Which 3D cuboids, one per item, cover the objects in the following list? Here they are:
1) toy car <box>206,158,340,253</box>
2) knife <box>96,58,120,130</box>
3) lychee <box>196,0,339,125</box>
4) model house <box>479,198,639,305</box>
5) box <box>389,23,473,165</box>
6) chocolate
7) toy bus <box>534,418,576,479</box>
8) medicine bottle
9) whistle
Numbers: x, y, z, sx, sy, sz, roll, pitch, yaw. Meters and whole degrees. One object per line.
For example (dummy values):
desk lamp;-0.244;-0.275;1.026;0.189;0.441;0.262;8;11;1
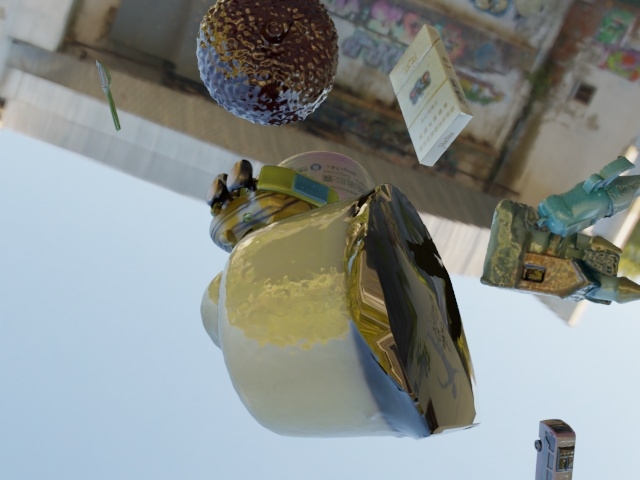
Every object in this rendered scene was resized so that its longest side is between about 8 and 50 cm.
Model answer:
toy car;-0.082;-0.023;1.479;0.201;0.142;0.248;22;157;-22
knife;-0.480;-0.330;2.090;0.026;0.184;0.022;-1;-143;8
lychee;-0.093;-0.322;1.609;0.261;0.260;0.260;22;-165;-6
model house;0.551;0.044;1.970;0.325;0.194;0.267;13;180;30
box;0.134;-0.181;1.132;0.024;0.090;0.166;12;-135;-28
chocolate;0.017;0.120;1.169;0.314;0.297;0.325;12;-122;-65
toy bus;0.302;0.300;1.187;0.037;0.130;0.052;-1;-170;-17
medicine bottle;0.000;0.000;1.889;0.256;0.256;0.324;19;-140;-19
whistle;0.568;-0.080;1.896;0.274;0.186;0.093;-20;-120;-15
